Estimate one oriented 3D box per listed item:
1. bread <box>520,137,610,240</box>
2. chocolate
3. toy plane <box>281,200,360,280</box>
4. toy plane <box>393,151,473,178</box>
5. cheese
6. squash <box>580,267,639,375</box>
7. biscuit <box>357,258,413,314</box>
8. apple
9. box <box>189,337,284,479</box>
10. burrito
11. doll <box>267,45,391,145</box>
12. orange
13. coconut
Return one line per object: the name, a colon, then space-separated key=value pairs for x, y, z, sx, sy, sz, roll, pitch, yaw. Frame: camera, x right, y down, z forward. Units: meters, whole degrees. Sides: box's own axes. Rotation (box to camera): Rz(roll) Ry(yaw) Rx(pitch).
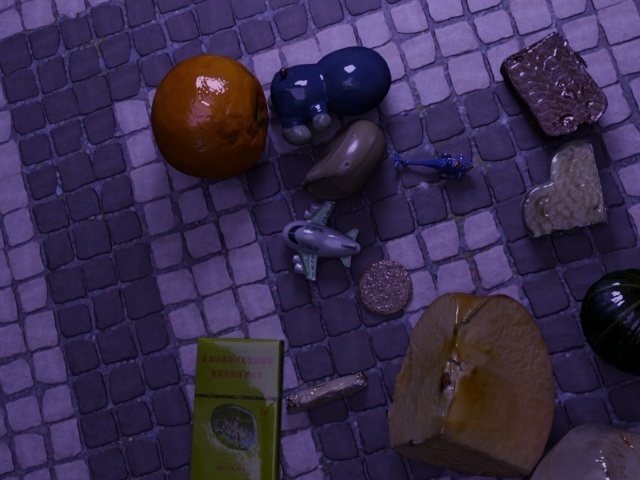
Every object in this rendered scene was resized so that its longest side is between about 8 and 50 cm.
bread: x=0.512 y=-0.088 z=1.555 sx=0.172 sy=0.064 sz=0.232 roll=30 pitch=89 yaw=12
chocolate: x=0.479 y=-0.307 z=1.578 sx=0.148 sy=0.093 sz=0.214 roll=-29 pitch=77 yaw=6
toy plane: x=0.000 y=0.000 z=1.621 sx=0.174 sy=0.080 sz=0.174 roll=-2 pitch=81 yaw=12
toy plane: x=0.239 y=-0.163 z=1.616 sx=0.167 sy=0.062 sz=0.054 roll=5 pitch=83 yaw=21
cheese: x=0.061 y=-0.175 z=1.603 sx=0.091 sy=0.175 sz=0.202 roll=42 pitch=60 yaw=-18
squash: x=0.600 y=0.153 z=1.442 sx=0.218 sy=0.218 sz=0.172 roll=18 pitch=120 yaw=12
biscuit: x=0.136 y=0.099 z=1.615 sx=0.120 sy=0.015 sz=0.120 roll=-1 pitch=82 yaw=9
apple: x=0.278 y=0.265 z=1.450 sx=0.314 sy=0.252 sz=0.309 roll=3 pitch=58 yaw=25
box: x=-0.175 y=0.374 z=1.611 sx=0.187 sy=0.047 sz=0.335 roll=0 pitch=81 yaw=9
burrito: x=0.012 y=0.318 z=1.593 sx=0.185 sy=0.041 sz=0.045 roll=-18 pitch=37 yaw=7
doll: x=0.020 y=-0.321 z=1.624 sx=0.258 sy=0.154 sz=0.228 roll=-14 pitch=40 yaw=-7
orange: x=-0.231 y=-0.258 z=1.608 sx=0.261 sy=0.261 sz=0.261 roll=-1 pitch=81 yaw=9
coconut: x=0.495 y=0.489 z=1.352 sx=0.323 sy=0.323 sz=0.323 roll=-1 pitch=81 yaw=9
